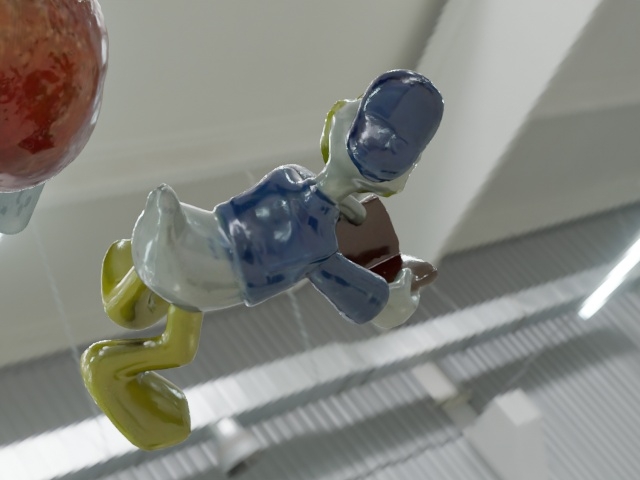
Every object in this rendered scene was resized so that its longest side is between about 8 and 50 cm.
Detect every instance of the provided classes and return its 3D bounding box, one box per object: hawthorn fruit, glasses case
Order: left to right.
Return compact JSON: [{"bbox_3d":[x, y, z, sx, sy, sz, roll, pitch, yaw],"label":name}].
[{"bbox_3d":[-0.302,-0.121,1.074,0.242,0.242,0.271,1,-83,-53],"label":"hawthorn fruit"},{"bbox_3d":[-0.401,-0.094,1.690,0.178,0.067,0.045,-68,14,-4],"label":"glasses case"}]

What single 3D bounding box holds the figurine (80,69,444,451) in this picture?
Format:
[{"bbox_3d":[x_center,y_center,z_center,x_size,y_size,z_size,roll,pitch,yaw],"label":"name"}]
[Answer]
[{"bbox_3d":[0.000,0.000,0.993,0.283,0.204,0.338,9,-41,-38],"label":"figurine"}]
